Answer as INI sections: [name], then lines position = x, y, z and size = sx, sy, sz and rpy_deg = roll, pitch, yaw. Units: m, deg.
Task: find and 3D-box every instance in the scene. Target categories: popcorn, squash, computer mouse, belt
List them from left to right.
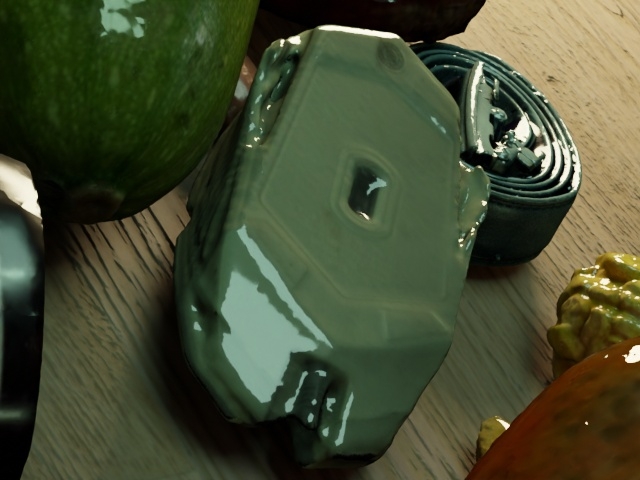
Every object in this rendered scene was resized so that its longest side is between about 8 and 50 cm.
[squash]
position = -0.205, -0.155, 1.460
size = 0.310, 0.310, 0.309
rpy_deg = 25, 50, -15
[computer mouse]
position = -0.002, 0.003, 1.533
size = 0.228, 0.145, 0.429
rpy_deg = 32, 46, -19
[belt]
position = 0.137, -0.093, 1.780
size = 0.206, 0.116, 0.267
rpy_deg = 15, 36, -20
[popcorn]
position = 0.293, 0.109, 1.669
size = 0.194, 0.140, 0.163
rpy_deg = 35, 25, -19

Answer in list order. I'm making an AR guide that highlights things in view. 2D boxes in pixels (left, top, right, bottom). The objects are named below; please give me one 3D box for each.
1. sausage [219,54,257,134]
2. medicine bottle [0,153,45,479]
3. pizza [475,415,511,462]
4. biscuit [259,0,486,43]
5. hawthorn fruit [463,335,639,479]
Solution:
[sausage]
position = -0.112, -0.165, 1.691
size = 0.194, 0.077, 0.077
rpy_deg = 48, 36, 14
[medicine bottle]
position = -0.366, 0.052, 1.098
size = 0.395, 0.242, 0.242
rpy_deg = 0, 47, -22
[pizza]
position = 0.264, 0.242, 1.537
size = 0.297, 0.071, 0.189
rpy_deg = 21, 36, -21
[biscuit]
position = -0.014, -0.329, 1.879
size = 0.407, 0.091, 0.407
rpy_deg = 18, 28, -10
[hawthorn fruit]
position = 0.224, 0.261, 1.238
size = 0.403, 0.403, 0.403
rpy_deg = 23, 37, -18
